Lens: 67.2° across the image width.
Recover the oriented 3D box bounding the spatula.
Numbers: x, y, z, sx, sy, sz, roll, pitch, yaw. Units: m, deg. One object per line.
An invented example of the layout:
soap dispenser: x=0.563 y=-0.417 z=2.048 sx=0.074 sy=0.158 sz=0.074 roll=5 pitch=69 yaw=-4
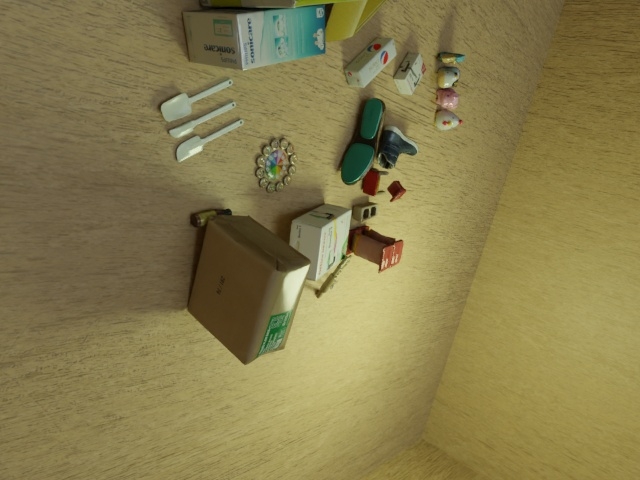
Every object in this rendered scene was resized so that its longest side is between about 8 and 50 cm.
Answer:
spatula: x=-0.311 y=-0.335 z=1.304 sx=0.242 sy=0.019 sz=0.168 roll=-39 pitch=134 yaw=-33

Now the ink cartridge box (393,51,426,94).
ink cartridge box: x=0.360 y=-0.670 z=1.938 sx=0.135 sy=0.056 sz=0.099 roll=-61 pitch=144 yaw=-10

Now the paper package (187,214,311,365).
paper package: x=-0.213 y=0.134 z=1.403 sx=0.168 sy=0.309 sz=0.325 roll=-9 pitch=125 yaw=-49

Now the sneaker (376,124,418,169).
sneaker: x=0.319 y=-0.359 z=2.010 sx=0.226 sy=0.086 sz=0.163 roll=23 pitch=79 yaw=-44

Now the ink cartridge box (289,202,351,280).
ink cartridge box: x=0.000 y=0.000 z=1.725 sx=0.278 sy=0.117 sz=0.201 roll=-33 pitch=134 yaw=-60

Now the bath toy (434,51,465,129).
bath toy: x=0.582 y=-0.657 z=2.164 sx=0.151 sy=0.129 sz=0.348 roll=-36 pitch=134 yaw=-36

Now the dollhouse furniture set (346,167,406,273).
dollhouse furniture set: x=0.230 y=-0.086 z=1.957 sx=0.152 sy=0.201 sz=0.374 roll=-19 pitch=123 yaw=-46

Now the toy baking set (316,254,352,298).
toy baking set: x=0.053 y=0.155 z=1.894 sx=0.256 sy=0.030 sz=0.197 roll=-55 pitch=168 yaw=22

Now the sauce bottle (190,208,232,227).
sauce bottle: x=-0.317 y=-0.069 z=1.413 sx=0.128 sy=0.042 sz=0.042 roll=-18 pitch=122 yaw=-43

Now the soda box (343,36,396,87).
soda box: x=0.179 y=-0.636 z=1.714 sx=0.216 sy=0.074 sz=0.069 roll=-49 pitch=140 yaw=-23

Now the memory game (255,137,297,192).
memory game: x=-0.140 y=-0.243 z=1.571 sx=0.186 sy=0.012 sz=0.186 roll=-26 pitch=127 yaw=-41

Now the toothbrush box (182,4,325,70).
toothbrush box: x=-0.162 y=-0.527 z=1.227 sx=0.295 sy=0.216 sz=0.126 roll=-30 pitch=130 yaw=-38

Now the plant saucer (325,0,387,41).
plant saucer: x=0.162 y=-0.781 z=1.453 sx=0.333 sy=0.081 sz=0.333 roll=-52 pitch=180 yaw=-21

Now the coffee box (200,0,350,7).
coffee box: x=-0.070 y=-0.742 z=1.129 sx=0.338 sy=0.334 sz=0.338 roll=-29 pitch=129 yaw=-40

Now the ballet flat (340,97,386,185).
ballet flat: x=0.173 y=-0.367 z=1.839 sx=0.124 sy=0.116 sz=0.342 roll=5 pitch=100 yaw=-72
